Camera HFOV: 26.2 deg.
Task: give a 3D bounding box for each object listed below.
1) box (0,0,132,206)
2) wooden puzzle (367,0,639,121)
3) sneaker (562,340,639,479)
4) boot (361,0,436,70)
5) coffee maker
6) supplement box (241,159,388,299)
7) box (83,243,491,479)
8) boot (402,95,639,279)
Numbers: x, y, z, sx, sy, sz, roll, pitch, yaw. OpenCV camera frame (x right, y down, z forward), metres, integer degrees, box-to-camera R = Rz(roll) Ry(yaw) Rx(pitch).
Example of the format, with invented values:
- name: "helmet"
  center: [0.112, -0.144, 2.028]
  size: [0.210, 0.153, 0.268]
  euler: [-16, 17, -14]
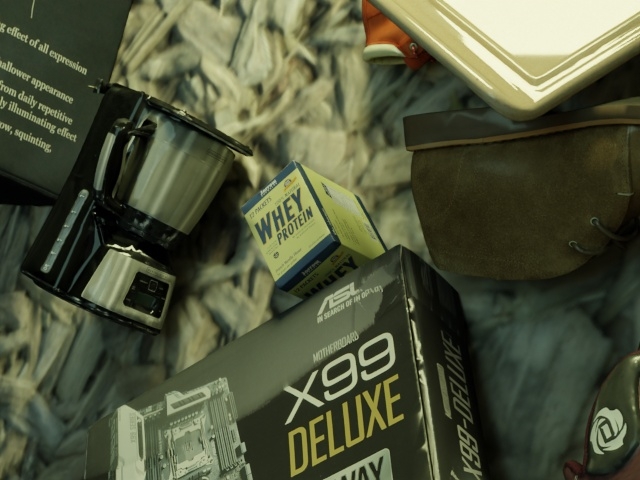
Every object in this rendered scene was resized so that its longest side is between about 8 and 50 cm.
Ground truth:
- name: "box"
  center: [-0.338, -0.264, 1.240]
  size: [0.212, 0.293, 0.396]
  euler: [6, 76, 40]
- name: "wooden puzzle"
  center: [0.153, -0.181, 0.915]
  size: [0.238, 0.044, 0.221]
  euler: [-29, 48, -15]
- name: "sneaker"
  center: [0.244, 0.097, 0.755]
  size: [0.281, 0.106, 0.163]
  euler: [-35, 51, 24]
- name: "boot"
  center: [0.094, -0.167, 1.018]
  size: [0.158, 0.059, 0.085]
  euler: [2, 82, 44]
- name: "coffee maker"
  center: [-0.159, -0.027, 1.136]
  size: [0.178, 0.120, 0.171]
  euler: [-63, 25, -2]
- name: "supplement box"
  center: [0.000, 0.000, 1.001]
  size: [0.056, 0.083, 0.083]
  euler: [-42, 51, 19]
- name: "box"
  center: [-0.032, 0.175, 0.928]
  size: [0.307, 0.076, 0.242]
  euler: [-31, 42, 26]
- name: "boot"
  center: [0.189, -0.035, 0.871]
  size: [0.305, 0.112, 0.115]
  euler: [-3, 90, 42]
